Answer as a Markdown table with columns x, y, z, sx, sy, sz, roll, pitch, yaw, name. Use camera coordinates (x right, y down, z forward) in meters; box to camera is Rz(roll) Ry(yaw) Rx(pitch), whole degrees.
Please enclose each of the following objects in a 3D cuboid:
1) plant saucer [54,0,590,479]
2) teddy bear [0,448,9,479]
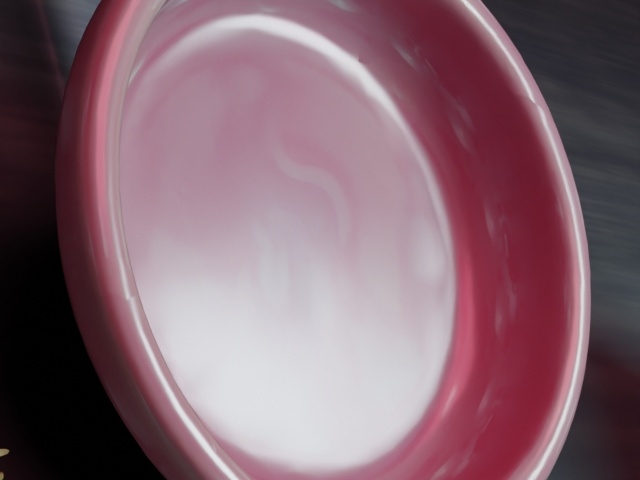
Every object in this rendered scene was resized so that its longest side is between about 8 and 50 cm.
| x | y | z | sx | sy | sz | roll | pitch | yaw | name |
| --- | --- | --- | --- | --- | --- | --- | --- | --- | --- |
| 0.000 | 0.000 | 0.809 | 0.332 | 0.084 | 0.332 | 15 | 67 | -40 | plant saucer |
| -0.135 | 0.189 | 0.504 | 0.338 | 0.113 | 0.245 | 53 | 38 | 9 | teddy bear |
